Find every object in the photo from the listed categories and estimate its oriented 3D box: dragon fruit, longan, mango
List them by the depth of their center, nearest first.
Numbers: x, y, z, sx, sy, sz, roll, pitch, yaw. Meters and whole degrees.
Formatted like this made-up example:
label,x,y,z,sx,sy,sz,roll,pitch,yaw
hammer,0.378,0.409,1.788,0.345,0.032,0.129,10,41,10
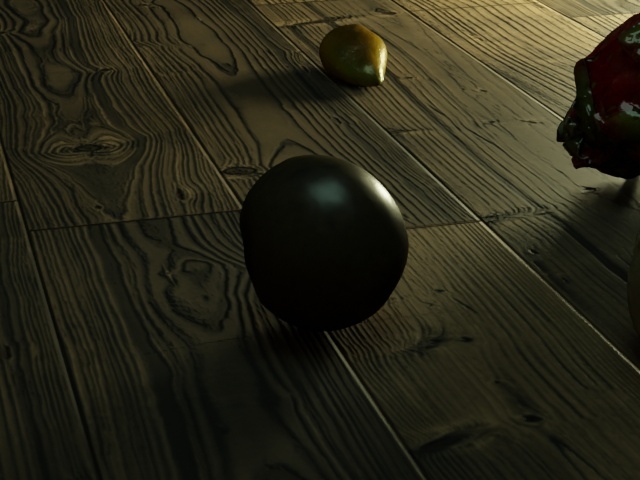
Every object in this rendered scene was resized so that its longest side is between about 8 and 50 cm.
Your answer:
label,x,y,z,sx,sy,sz,roll,pitch,yaw
longan,0.000,0.000,1.494,0.167,0.167,0.187,-14,32,-31
dragon fruit,0.429,-0.173,1.862,0.303,0.237,0.231,-21,-18,-14
mango,0.051,-0.275,2.347,0.101,0.066,0.187,-5,30,-10

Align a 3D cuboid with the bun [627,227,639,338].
label,x,y,z,sx,sy,sz,roll,pitch,yaw
bun,0.467,0.006,1.409,0.365,0.219,0.365,0,25,0
